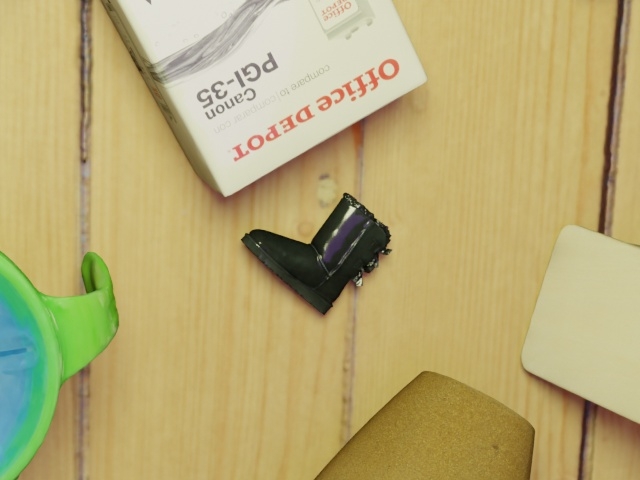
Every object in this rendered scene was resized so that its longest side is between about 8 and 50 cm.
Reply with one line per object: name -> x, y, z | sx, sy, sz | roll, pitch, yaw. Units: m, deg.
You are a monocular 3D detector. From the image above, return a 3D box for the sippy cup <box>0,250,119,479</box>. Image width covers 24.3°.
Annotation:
sippy cup -> -0.331, 0.075, 1.154 | 0.305, 0.224, 0.240 | 24, 95, -21

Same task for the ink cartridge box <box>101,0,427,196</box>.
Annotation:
ink cartridge box -> -0.066, -0.210, 1.220 | 0.207, 0.117, 0.283 | -31, 110, -8

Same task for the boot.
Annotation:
boot -> 0.000, 0.000, 1.331 | 0.121, 0.045, 0.099 | 40, 92, -28

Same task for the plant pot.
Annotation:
plant pot -> 0.086, 0.257, 1.344 | 0.237, 0.237, 0.254 | 34, 77, -21

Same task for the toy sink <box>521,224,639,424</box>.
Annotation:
toy sink -> 0.332, 0.093, 1.395 | 0.131, 0.234, 0.153 | 7, 102, -48
